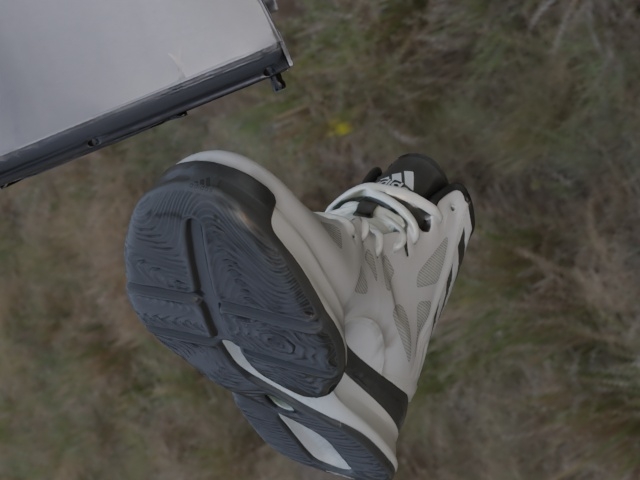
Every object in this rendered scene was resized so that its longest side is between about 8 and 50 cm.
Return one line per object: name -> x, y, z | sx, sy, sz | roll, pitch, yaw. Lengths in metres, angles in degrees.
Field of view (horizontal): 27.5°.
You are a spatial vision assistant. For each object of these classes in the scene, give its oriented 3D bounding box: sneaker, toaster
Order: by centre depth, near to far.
toaster -> -0.112, -0.090, 0.541 | 0.168, 0.185, 0.110 | -109, -3, -77
sneaker -> -0.001, 0.000, 1.047 | 0.169, 0.257, 0.447 | 12, 155, 22
